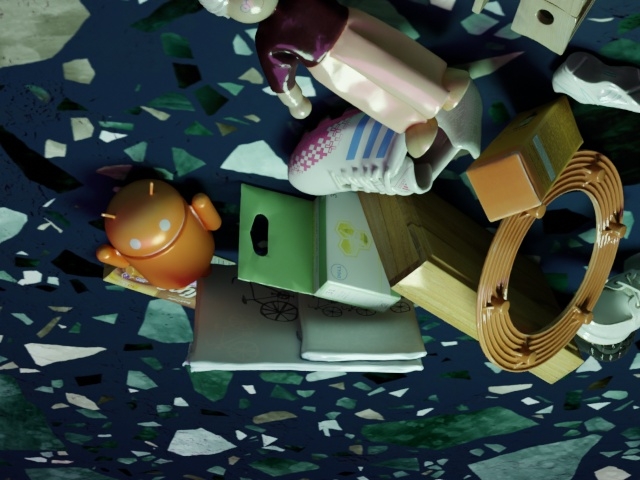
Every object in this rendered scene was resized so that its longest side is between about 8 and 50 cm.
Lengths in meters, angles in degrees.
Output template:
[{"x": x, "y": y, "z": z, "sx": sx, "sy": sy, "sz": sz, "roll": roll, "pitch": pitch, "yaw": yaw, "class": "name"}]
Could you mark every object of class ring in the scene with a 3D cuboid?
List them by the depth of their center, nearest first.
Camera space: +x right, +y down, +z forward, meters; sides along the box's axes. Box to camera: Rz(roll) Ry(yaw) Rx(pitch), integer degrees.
[{"x": 0.336, "y": 0.035, "z": 1.786, "sx": 0.032, "sy": 0.336, "sz": 0.336, "roll": 25, "pitch": 167, "yaw": 38, "class": "ring"}]

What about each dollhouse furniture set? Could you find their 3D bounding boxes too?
[{"x": 0.223, "y": -0.323, "z": 1.373, "sx": 0.184, "sy": 0.129, "sz": 0.129, "roll": 29, "pitch": 150, "yaw": 10, "class": "dollhouse furniture set"}]

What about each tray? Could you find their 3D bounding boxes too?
[{"x": 0.230, "y": 0.053, "z": 1.893, "sx": 0.076, "sy": 0.203, "sz": 0.411, "roll": -37, "pitch": 135, "yaw": 22, "class": "tray"}]

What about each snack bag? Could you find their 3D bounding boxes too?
[{"x": -0.029, "y": 0.100, "z": 1.902, "sx": 0.343, "sy": 0.323, "sz": 0.037, "roll": 0, "pitch": 117, "yaw": -3, "class": "snack bag"}]

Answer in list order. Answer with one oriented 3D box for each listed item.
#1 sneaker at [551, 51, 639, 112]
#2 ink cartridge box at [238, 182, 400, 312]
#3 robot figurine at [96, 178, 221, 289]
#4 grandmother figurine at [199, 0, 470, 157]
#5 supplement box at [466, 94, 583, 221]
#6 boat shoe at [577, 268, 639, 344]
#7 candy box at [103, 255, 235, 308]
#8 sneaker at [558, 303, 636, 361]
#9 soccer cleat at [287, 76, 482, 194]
[{"x": 0.367, "y": -0.197, "z": 1.626, "sx": 0.152, "sy": 0.053, "sz": 0.061, "roll": 18, "pitch": 155, "yaw": -17, "class": "sneaker"}, {"x": 0.000, "y": 0.000, "z": 1.847, "sx": 0.235, "sy": 0.171, "sz": 0.056, "roll": 15, "pitch": 144, "yaw": -23, "class": "ink cartridge box"}, {"x": -0.240, "y": -0.008, "z": 1.882, "sx": 0.158, "sy": 0.128, "sz": 0.219, "roll": 7, "pitch": 154, "yaw": 25, "class": "robot figurine"}, {"x": 0.010, "y": -0.238, "z": 1.469, "sx": 0.342, "sy": 0.207, "sz": 0.104, "roll": 26, "pitch": -174, "yaw": -23, "class": "grandmother figurine"}, {"x": 0.264, "y": -0.108, "z": 1.607, "sx": 0.078, "sy": 0.233, "sz": 0.080, "roll": -20, "pitch": 105, "yaw": 32, "class": "supplement box"}, {"x": 0.493, "y": 0.087, "z": 2.007, "sx": 0.277, "sy": 0.098, "sz": 0.096, "roll": -16, "pitch": 148, "yaw": -43, "class": "boat shoe"}, {"x": -0.245, "y": 0.050, "z": 2.058, "sx": 0.187, "sy": 0.053, "sz": 0.109, "roll": 22, "pitch": 144, "yaw": -30, "class": "candy box"}, {"x": 0.418, "y": 0.145, "z": 2.165, "sx": 0.286, "sy": 0.109, "sz": 0.130, "roll": 0, "pitch": -165, "yaw": -29, "class": "sneaker"}, {"x": 0.076, "y": -0.109, "z": 1.673, "sx": 0.116, "sy": 0.143, "sz": 0.331, "roll": 16, "pitch": 148, "yaw": -40, "class": "soccer cleat"}]
